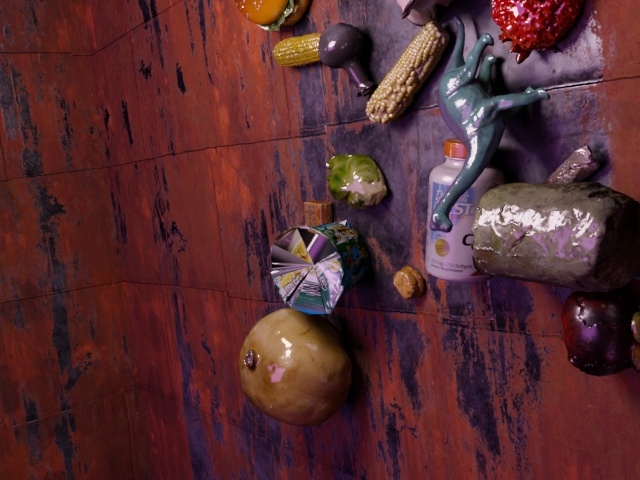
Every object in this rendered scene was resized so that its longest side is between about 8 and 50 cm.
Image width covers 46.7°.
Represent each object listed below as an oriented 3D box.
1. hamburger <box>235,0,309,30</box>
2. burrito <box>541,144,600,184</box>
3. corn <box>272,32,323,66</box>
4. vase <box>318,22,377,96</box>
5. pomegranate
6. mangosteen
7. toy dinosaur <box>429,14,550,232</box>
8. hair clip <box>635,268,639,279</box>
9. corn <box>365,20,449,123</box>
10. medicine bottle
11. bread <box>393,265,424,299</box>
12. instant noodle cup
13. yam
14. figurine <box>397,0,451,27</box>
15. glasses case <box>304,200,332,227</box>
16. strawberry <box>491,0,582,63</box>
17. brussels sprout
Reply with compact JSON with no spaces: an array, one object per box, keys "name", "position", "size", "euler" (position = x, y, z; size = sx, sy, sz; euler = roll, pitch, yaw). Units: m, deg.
[{"name":"hamburger","position":[-0.142,-0.687,1.978],"size":[0.246,0.170,0.246],"euler":[15,109,52]},{"name":"burrito","position":[0.471,-0.119,1.428],"size":[0.051,0.042,0.171],"euler":[55,140,13]},{"name":"corn","position":[-0.047,-0.507,1.975],"size":[0.238,0.080,0.080],"euler":[8,105,53]},{"name":"vase","position":[0.072,-0.438,1.820],"size":[0.120,0.120,0.183],"euler":[-30,89,52]},{"name":"pomegranate","position":[-0.075,0.354,2.050],"size":[0.332,0.332,0.332],"euler":[18,113,49]},{"name":"mangosteen","position":[0.528,0.165,1.345],"size":[0.180,0.166,0.166],"euler":[-5,95,29]},{"name":"toy dinosaur","position":[0.255,-0.238,1.473],"size":[0.331,0.129,0.383],"euler":[-41,54,9]},{"name":"hair clip","position":[0.617,0.037,1.283],"size":[0.173,0.049,0.049],"euler":[-18,84,54]},{"name":"corn","position":[0.197,-0.372,1.686],"size":[0.086,0.086,0.288],"euler":[61,137,23]},{"name":"medicine bottle","position":[0.304,-0.067,1.562],"size":[0.157,0.157,0.288],"euler":[19,114,49]},{"name":"bread","position":[0.216,0.104,1.818],"size":[0.083,0.046,0.081],"euler":[13,115,49]},{"name":"instant noodle cup","position":[0.008,0.057,1.928],"size":[0.240,0.178,0.240],"euler":[8,105,31]},{"name":"yam","position":[0.431,-0.011,1.364],"size":[0.300,0.195,0.195],"euler":[5,103,45]},{"name":"figurine","position":[0.164,-0.644,1.552],"size":[0.253,0.211,0.361],"euler":[-43,71,38]},{"name":"glasses case","position":[0.000,0.000,2.069],"size":[0.075,0.049,0.218],"euler":[11,107,50]},{"name":"strawberry","position":[0.413,-0.453,1.368],"size":[0.228,0.098,0.174],"euler":[-46,64,49]},{"name":"brussels sprout","position":[0.089,-0.152,1.883],"size":[0.181,0.100,0.139],"euler":[42,111,52]}]
